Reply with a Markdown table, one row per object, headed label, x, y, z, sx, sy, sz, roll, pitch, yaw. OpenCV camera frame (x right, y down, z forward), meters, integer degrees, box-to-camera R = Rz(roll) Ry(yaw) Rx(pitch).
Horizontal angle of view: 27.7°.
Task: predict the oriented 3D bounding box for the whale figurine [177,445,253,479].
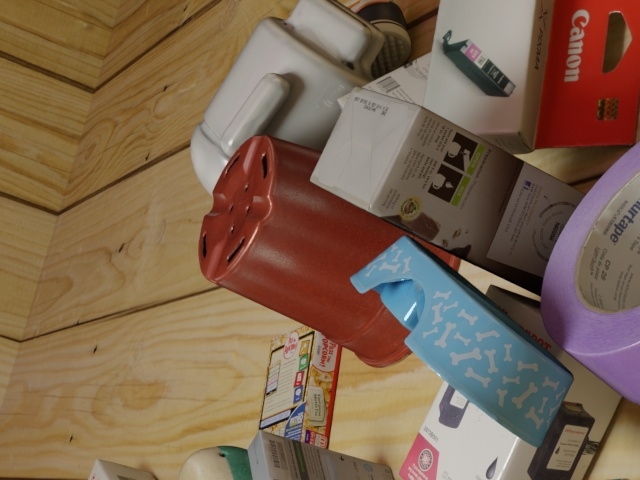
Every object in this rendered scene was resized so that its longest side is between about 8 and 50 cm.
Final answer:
| label | x | y | z | sx | sy | sz | roll | pitch | yaw |
| --- | --- | --- | --- | --- | --- | --- | --- | --- | --- |
| whale figurine | -0.120 | 0.419 | 1.815 | 0.216 | 0.141 | 0.272 | -143 | 51 | -64 |

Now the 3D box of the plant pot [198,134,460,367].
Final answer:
| label | x | y | z | sx | sy | sz | roll | pitch | yaw |
| --- | --- | --- | --- | --- | --- | --- | --- | --- | --- |
| plant pot | 0.000 | 0.000 | 1.695 | 0.272 | 0.265 | 0.272 | -45 | 35 | 43 |

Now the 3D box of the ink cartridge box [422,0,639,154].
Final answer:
| label | x | y | z | sx | sy | sz | roll | pitch | yaw |
| --- | --- | --- | --- | --- | --- | --- | --- | --- | --- |
| ink cartridge box | 0.248 | -0.231 | 1.485 | 0.239 | 0.060 | 0.275 | -2 | 66 | 31 |

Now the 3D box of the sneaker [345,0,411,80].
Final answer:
| label | x | y | z | sx | sy | sz | roll | pitch | yaw |
| --- | --- | --- | --- | --- | --- | --- | --- | --- | --- |
| sneaker | 0.017 | -0.267 | 2.037 | 0.321 | 0.126 | 0.127 | -36 | 44 | 34 |

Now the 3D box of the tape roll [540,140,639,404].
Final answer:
| label | x | y | z | sx | sy | sz | roll | pitch | yaw |
| --- | --- | --- | --- | --- | --- | --- | --- | --- | --- |
| tape roll | 0.326 | 0.010 | 1.155 | 0.275 | 0.090 | 0.275 | -44 | 22 | 23 |

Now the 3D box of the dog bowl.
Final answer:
| label | x | y | z | sx | sy | sz | roll | pitch | yaw |
| --- | --- | --- | --- | --- | --- | --- | --- | --- | --- |
| dog bowl | 0.138 | 0.086 | 1.250 | 0.074 | 0.166 | 0.297 | -51 | 28 | 5 |

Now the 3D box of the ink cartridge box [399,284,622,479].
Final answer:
| label | x | y | z | sx | sy | sz | roll | pitch | yaw |
| --- | --- | --- | --- | --- | --- | --- | --- | --- | --- |
| ink cartridge box | 0.201 | 0.185 | 1.341 | 0.237 | 0.100 | 0.172 | -65 | 26 | 6 |

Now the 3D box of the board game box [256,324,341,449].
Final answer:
| label | x | y | z | sx | sy | sz | roll | pitch | yaw |
| --- | --- | --- | --- | --- | --- | --- | --- | --- | --- |
| board game box | -0.033 | 0.219 | 1.853 | 0.147 | 0.045 | 0.193 | -30 | 45 | 54 |

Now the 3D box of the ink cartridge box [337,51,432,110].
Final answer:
| label | x | y | z | sx | sy | sz | roll | pitch | yaw |
| --- | --- | --- | --- | --- | --- | --- | --- | --- | --- |
| ink cartridge box | 0.143 | -0.165 | 1.627 | 0.203 | 0.086 | 0.148 | -26 | 30 | -3 |

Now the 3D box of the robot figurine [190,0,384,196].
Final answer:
| label | x | y | z | sx | sy | sz | roll | pitch | yaw |
| --- | --- | --- | --- | --- | --- | --- | --- | --- | --- |
| robot figurine | -0.053 | -0.175 | 1.842 | 0.353 | 0.200 | 0.300 | -57 | -15 | 14 |

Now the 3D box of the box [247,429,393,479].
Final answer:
| label | x | y | z | sx | sy | sz | roll | pitch | yaw |
| --- | --- | --- | --- | --- | --- | --- | --- | --- | --- |
| box | 0.011 | 0.306 | 1.529 | 0.038 | 0.186 | 0.145 | -58 | 27 | 27 |

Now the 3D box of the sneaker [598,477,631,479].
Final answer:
| label | x | y | z | sx | sy | sz | roll | pitch | yaw |
| --- | --- | --- | --- | --- | --- | --- | --- | --- | --- |
| sneaker | 0.253 | 0.321 | 1.152 | 0.092 | 0.087 | 0.229 | -39 | 40 | 44 |

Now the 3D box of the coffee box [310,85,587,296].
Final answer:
| label | x | y | z | sx | sy | sz | roll | pitch | yaw |
| --- | --- | --- | --- | --- | --- | --- | --- | --- | --- |
| coffee box | 0.162 | -0.039 | 1.360 | 0.119 | 0.297 | 0.168 | -64 | 24 | 3 |

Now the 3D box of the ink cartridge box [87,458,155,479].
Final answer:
| label | x | y | z | sx | sy | sz | roll | pitch | yaw |
| --- | --- | --- | --- | --- | --- | --- | --- | --- | --- |
| ink cartridge box | -0.328 | 0.509 | 2.143 | 0.198 | 0.115 | 0.273 | -68 | 25 | 3 |
